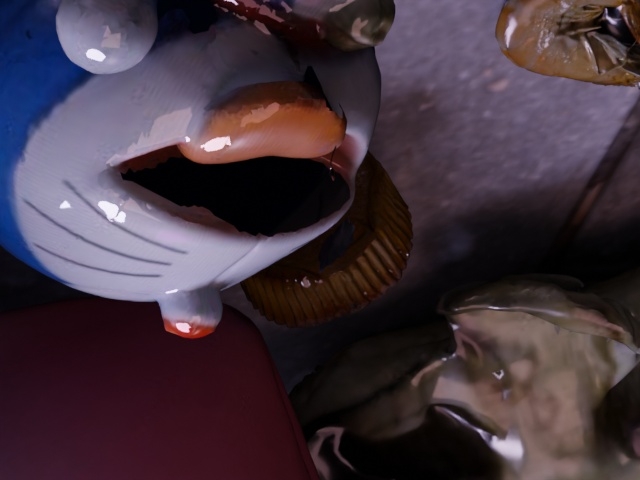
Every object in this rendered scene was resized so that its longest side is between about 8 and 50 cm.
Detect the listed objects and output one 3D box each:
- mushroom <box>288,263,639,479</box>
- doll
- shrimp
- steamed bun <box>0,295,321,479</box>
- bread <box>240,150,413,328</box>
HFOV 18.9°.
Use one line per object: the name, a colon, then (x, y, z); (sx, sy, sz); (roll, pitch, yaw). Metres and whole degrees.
mushroom: (0.131, 0.083, 1.013); (0.344, 0.130, 0.247); (-25, 130, 4)
doll: (-0.023, -0.087, 0.660); (0.215, 0.161, 0.257); (-18, 153, -52)
shrimp: (0.124, -0.094, 0.843); (0.108, 0.023, 0.059); (7, 129, -36)
steamed bun: (-0.108, 0.153, 0.847); (0.309, 0.309, 0.309); (-14, 146, -10)
bread: (0.000, 0.000, 0.855); (0.085, 0.085, 0.053); (-24, 140, 5)
